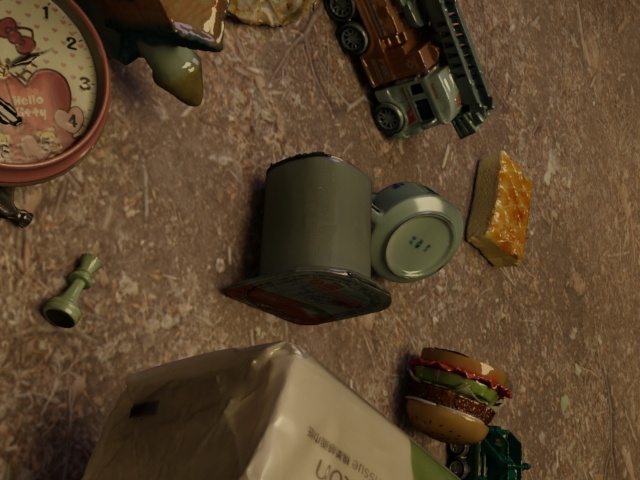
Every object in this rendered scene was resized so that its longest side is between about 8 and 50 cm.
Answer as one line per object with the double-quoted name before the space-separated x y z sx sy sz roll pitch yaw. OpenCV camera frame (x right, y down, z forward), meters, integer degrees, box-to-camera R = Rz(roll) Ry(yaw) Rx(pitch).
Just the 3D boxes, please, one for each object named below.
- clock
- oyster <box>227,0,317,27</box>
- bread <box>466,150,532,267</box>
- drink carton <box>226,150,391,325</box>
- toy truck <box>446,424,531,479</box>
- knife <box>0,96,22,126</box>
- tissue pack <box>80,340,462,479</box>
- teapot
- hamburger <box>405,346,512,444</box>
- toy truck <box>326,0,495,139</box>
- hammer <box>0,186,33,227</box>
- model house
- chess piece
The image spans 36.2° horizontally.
"clock" -0.336 -0.176 1.033 0.244 0.056 0.245 8 76 -33
"oyster" -0.107 -0.363 1.355 0.294 0.094 0.166 23 82 -59
"bread" 0.340 -0.059 1.843 0.125 0.068 0.189 38 56 -40
"drink carton" 0.000 0.000 1.340 0.185 0.191 0.190 31 55 -41
"toy truck" 0.291 0.419 1.664 0.110 0.116 0.216 19 70 -48
"knife" -0.348 -0.156 0.975 0.121 0.018 0.031 42 61 -23
"tissue pack" -0.028 0.270 0.965 0.356 0.266 0.194 43 48 -31
"teapot" 0.127 -0.029 1.539 0.232 0.159 0.159 27 63 -34
"hamburger" 0.211 0.256 1.572 0.175 0.175 0.137 34 73 -42
"toy truck" 0.155 -0.308 1.569 0.133 0.184 0.338 -47 119 -43
"hammer" -0.325 -0.118 1.082 0.078 0.021 0.201 37 57 -41
"model house" -0.184 -0.308 1.119 0.194 0.267 0.325 -48 133 -28
"chess piece" -0.274 0.051 1.103 0.042 0.042 0.093 50 44 -33
